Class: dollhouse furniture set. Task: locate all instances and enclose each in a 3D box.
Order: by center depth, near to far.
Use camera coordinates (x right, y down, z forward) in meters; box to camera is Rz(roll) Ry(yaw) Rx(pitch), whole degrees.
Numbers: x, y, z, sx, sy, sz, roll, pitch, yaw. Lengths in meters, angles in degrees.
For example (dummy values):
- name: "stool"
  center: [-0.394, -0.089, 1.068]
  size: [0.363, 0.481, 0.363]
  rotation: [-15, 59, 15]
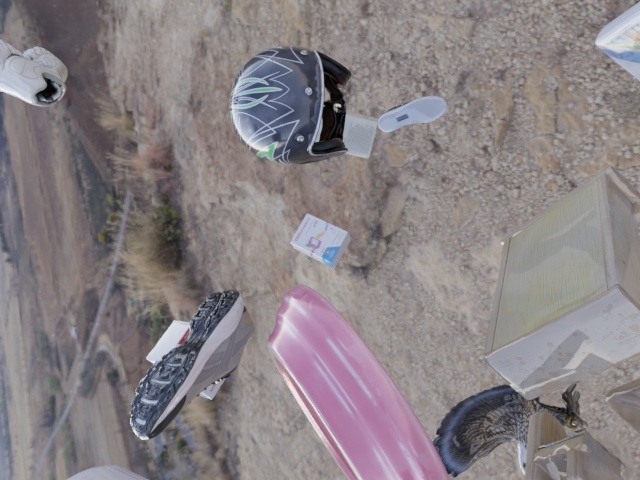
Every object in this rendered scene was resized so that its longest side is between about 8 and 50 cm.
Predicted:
- name: "dollhouse furniture set"
  center: [0.398, 0.149, 0.630]
  size: [0.394, 0.256, 0.362]
  rotation: [42, 129, -6]

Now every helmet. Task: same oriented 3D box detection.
- name: "helmet"
  center: [-0.041, -0.179, 0.725]
  size: [0.169, 0.161, 0.169]
  rotation: [-1, 89, 38]

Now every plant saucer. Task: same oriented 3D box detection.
- name: "plant saucer"
  center: [0.030, 0.215, 0.696]
  size: [0.332, 0.084, 0.332]
  rotation: [53, 165, 21]

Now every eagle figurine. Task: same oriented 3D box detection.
- name: "eagle figurine"
  center: [0.378, 0.379, 1.102]
  size: [0.298, 0.225, 0.226]
  rotation: [-12, 107, 21]

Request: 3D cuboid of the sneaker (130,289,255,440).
- name: "sneaker"
  center: [-0.189, 0.203, 0.864]
  size: [0.100, 0.271, 0.108]
  rotation: [-4, 127, 40]

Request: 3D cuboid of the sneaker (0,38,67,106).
- name: "sneaker"
  center: [-0.555, -0.312, 1.066]
  size: [0.110, 0.118, 0.292]
  rotation: [-59, 13, 12]

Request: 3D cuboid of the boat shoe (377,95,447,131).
- name: "boat shoe"
  center: [0.175, -0.248, 1.038]
  size: [0.142, 0.040, 0.049]
  rotation: [-11, 124, 34]

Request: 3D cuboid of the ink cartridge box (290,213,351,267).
- name: "ink cartridge box"
  center: [0.000, 0.000, 1.347]
  size: [0.122, 0.052, 0.088]
  rotation: [25, 78, 22]

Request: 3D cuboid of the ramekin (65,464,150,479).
- name: "ramekin"
  center: [-0.282, 0.399, 0.643]
  size: [0.127, 0.273, 0.273]
  rotation: [27, 121, 17]

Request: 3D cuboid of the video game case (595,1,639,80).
- name: "video game case"
  center: [0.520, -0.205, 0.573]
  size: [0.036, 0.300, 0.329]
  rotation: [-56, 6, -13]

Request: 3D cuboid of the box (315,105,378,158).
- name: "box"
  center: [0.021, -0.323, 1.551]
  size: [0.094, 0.275, 0.113]
  rotation: [-73, -3, -68]

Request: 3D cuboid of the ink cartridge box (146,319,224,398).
- name: "ink cartridge box"
  center: [-0.343, 0.319, 1.455]
  size: [0.127, 0.176, 0.128]
  rotation: [-5, 46, 51]
